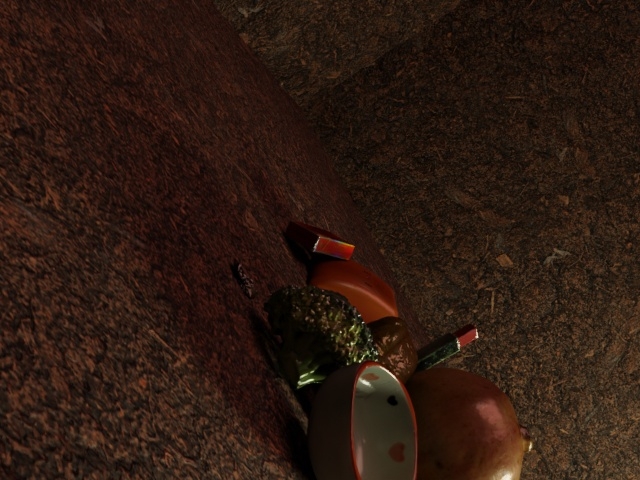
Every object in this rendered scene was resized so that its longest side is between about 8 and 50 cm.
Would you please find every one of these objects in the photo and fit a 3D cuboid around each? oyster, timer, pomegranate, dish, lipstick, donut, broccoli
[{"bbox_3d":[-0.143,0.071,1.593,0.083,0.019,0.054,58,9,1],"label":"oyster"},{"bbox_3d":[0.070,0.149,2.244,0.250,0.161,0.257,41,12,-9],"label":"timer"},{"bbox_3d":[0.281,0.413,1.725,0.338,0.338,0.338,56,9,-14],"label":"pomegranate"},{"bbox_3d":[0.059,0.328,1.381,0.256,0.117,0.256,32,52,-52],"label":"dish"},{"bbox_3d":[0.233,0.285,1.976,0.051,0.312,0.051,53,10,-33],"label":"lipstick"},{"bbox_3d":[0.099,0.250,1.717,0.128,0.208,0.261,59,14,-1],"label":"donut"},{"bbox_3d":[0.004,0.190,1.523,0.198,0.176,0.226,-11,-98,61],"label":"broccoli"}]

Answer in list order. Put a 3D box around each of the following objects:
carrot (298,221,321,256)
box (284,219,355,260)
[{"bbox_3d":[-0.023,0.012,2.391,0.171,0.042,0.042,52,11,-28],"label":"carrot"},{"bbox_3d":[0.000,-0.001,2.247,0.112,0.048,0.175,30,9,35],"label":"box"}]
